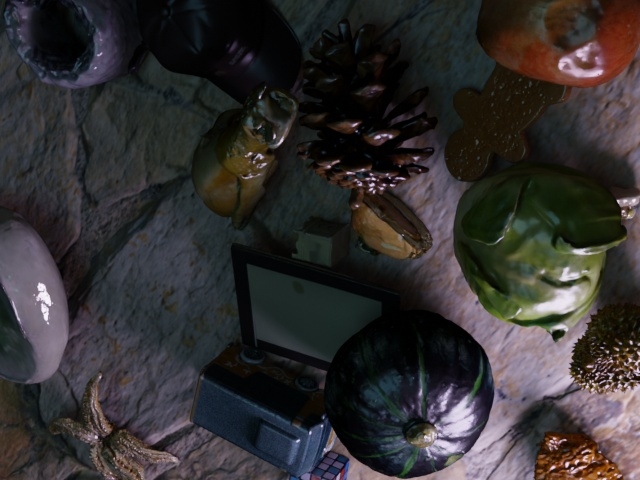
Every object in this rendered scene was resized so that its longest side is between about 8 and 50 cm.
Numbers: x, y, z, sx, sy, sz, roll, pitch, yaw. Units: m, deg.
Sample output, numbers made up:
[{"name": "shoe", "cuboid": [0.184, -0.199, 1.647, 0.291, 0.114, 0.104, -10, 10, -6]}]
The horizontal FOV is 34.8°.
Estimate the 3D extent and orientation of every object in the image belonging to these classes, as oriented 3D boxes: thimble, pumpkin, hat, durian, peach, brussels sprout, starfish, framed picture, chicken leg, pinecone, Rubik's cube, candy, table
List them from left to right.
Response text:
[{"name": "candy", "cuboid": [-0.692, 0.115, 2.205, 0.386, 0.186, 0.427, -7, 108, 38]}, {"name": "thimble", "cuboid": [-0.456, -0.401, 1.905, 0.245, 0.157, 0.217, 33, 120, 13]}, {"name": "starfish", "cuboid": [-0.447, 0.454, 2.274, 0.293, 0.084, 0.301, 46, 126, 0]}, {"name": "hat", "cuboid": [-0.204, -0.352, 1.767, 0.336, 0.209, 0.238, 46, 119, 3]}, {"name": "chicken leg", "cuboid": [-0.125, -0.157, 1.749, 0.152, 0.202, 0.429, 12, 162, -15]}, {"name": "framed picture", "cuboid": [-0.009, 0.149, 1.928, 0.347, 0.016, 0.265, 15, 132, 22]}, {"name": "Rubik's cube", "cuboid": [-0.005, 0.480, 2.050, 0.092, 0.092, 0.092, 18, 116, 20]}, {"name": "table", "cuboid": [0.000, 0.000, 1.872, 0.083, 0.079, 0.062, 12, 115, 24]}, {"name": "pinecone", "cuboid": [0.073, -0.208, 1.675, 0.244, 0.244, 0.309, -3, 96, 28]}, {"name": "pumpkin", "cuboid": [0.157, 0.276, 1.776, 0.315, 0.238, 0.315, -1, 123, -1]}, {"name": "brussels sprout", "cuboid": [0.334, 0.006, 1.601, 0.294, 0.227, 0.260, 19, 121, 45]}, {"name": "peach", "cuboid": [0.345, -0.326, 1.493, 0.235, 0.214, 0.214, -2, 109, 5]}, {"name": "durian", "cuboid": [0.482, 0.170, 1.642, 0.137, 0.168, 0.158, 57, 153, 13]}]

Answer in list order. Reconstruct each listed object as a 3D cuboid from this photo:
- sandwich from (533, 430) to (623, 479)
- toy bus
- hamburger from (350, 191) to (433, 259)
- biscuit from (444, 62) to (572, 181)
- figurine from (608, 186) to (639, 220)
[{"name": "sandwich", "cuboid": [0.470, 0.416, 1.786, 0.184, 0.109, 0.160, 3, 91, 28]}, {"name": "toy bus", "cuboid": [-0.105, 0.331, 2.001, 0.275, 0.167, 0.139, 24, 118, 16]}, {"name": "hamburger", "cuboid": [0.110, -0.023, 1.810, 0.176, 0.087, 0.102, 39, 134, 0]}, {"name": "biscuit", "cuboid": [0.289, -0.200, 1.661, 0.165, 0.036, 0.250, 47, 122, 25]}, {"name": "figurine", "cuboid": [0.471, -0.057, 1.636, 0.083, 0.047, 0.051, 1, 124, 20]}]
